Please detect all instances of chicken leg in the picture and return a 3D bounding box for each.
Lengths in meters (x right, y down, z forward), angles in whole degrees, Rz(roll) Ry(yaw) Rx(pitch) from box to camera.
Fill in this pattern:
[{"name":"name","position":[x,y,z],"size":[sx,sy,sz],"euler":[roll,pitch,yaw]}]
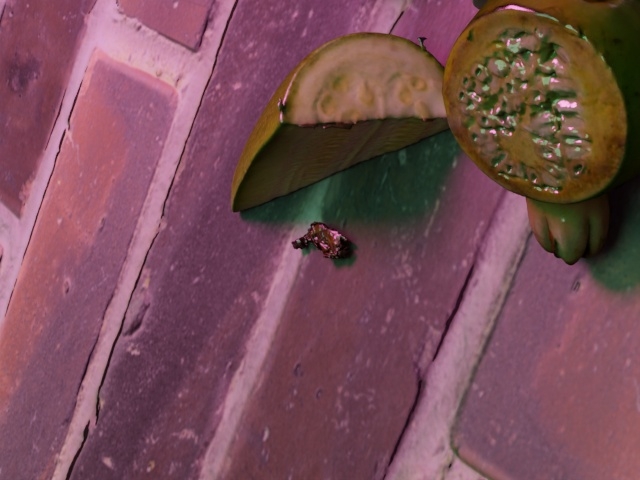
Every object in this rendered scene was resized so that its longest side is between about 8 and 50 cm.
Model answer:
[{"name":"chicken leg","position":[0.001,-0.001,1.392],"size":[0.083,0.021,0.036],"euler":[15,104,46]}]

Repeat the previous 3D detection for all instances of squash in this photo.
[{"name":"squash","position":[0.014,-0.122,1.392],"size":[0.288,0.203,0.111],"euler":[123,141,-71]}]

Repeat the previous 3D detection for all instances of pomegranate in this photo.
[{"name":"pomegranate","position":[0.226,-0.111,1.104],"size":[0.190,0.159,0.240],"euler":[-20,98,50]}]

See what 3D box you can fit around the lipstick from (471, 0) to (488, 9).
[{"name":"lipstick","position":[0.154,-0.309,1.268],"size":[0.063,0.057,0.186],"euler":[-36,55,36]}]
